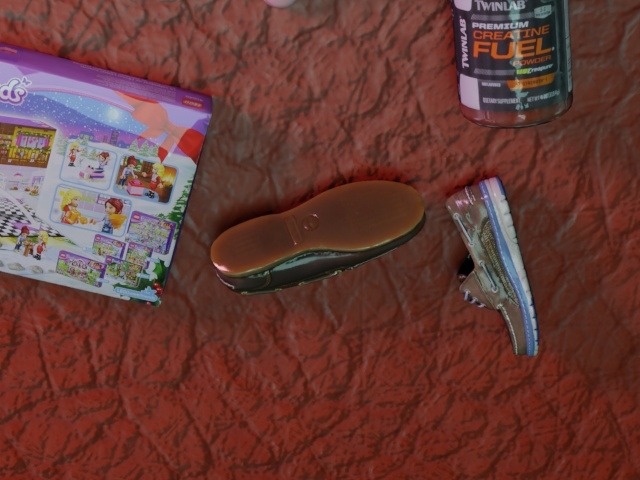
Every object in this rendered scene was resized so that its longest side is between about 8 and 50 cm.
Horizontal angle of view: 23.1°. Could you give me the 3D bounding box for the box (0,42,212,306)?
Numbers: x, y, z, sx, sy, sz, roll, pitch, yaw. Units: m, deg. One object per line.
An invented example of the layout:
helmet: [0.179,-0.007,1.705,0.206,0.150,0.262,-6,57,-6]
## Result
box: [-0.263,-0.068,1.431,0.293,0.057,0.201,14,112,-10]

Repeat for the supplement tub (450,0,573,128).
supplement tub: [0.167,-0.206,1.382,0.106,0.106,0.198,-8,113,-1]

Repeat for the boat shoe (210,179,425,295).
boat shoe: [0.000,0.000,1.481,0.207,0.073,0.073,-13,151,4]

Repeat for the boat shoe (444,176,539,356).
boat shoe: [0.165,0.031,1.510,0.066,0.066,0.183,-15,103,7]

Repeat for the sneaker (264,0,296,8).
sneaker: [-0.021,-0.260,1.363,0.051,0.070,0.134,15,112,-13]
